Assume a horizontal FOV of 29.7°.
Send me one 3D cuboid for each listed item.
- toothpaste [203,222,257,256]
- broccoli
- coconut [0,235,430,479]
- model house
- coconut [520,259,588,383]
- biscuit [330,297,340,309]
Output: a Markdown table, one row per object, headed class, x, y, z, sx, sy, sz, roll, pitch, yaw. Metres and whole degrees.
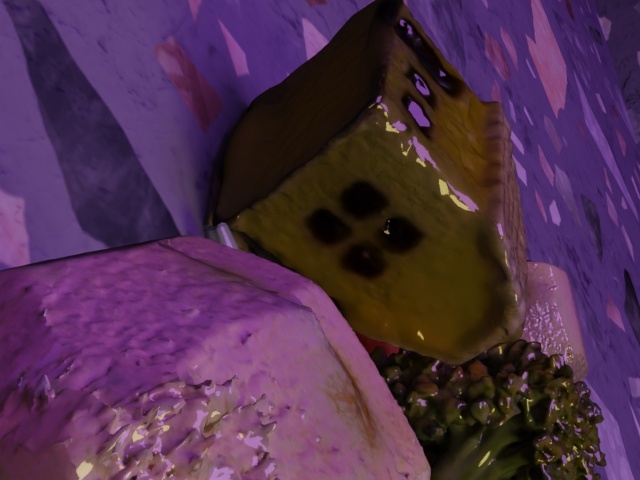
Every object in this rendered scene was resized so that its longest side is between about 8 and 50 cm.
| class | x | y | z | sx | sy | sz | roll | pitch | yaw |
| --- | --- | --- | --- | --- | --- | --- | --- | --- | --- |
| toothpaste | -0.036 | 0.092 | 0.825 | 0.064 | 0.041 | 0.218 | -35 | 107 | -72 |
| broccoli | 0.131 | 0.182 | 0.925 | 0.242 | 0.180 | 0.273 | 66 | 24 | -11 |
| coconut | -0.074 | 0.116 | 0.492 | 0.245 | 0.233 | 0.233 | -10 | 80 | -63 |
| model house | 0.060 | -0.029 | 0.912 | 0.234 | 0.175 | 0.193 | 47 | 27 | -22 |
| coconut | 0.178 | 0.086 | 1.162 | 0.147 | 0.147 | 0.152 | 35 | 43 | -52 |
| biscuit | 0.000 | 0.000 | 0.995 | 0.130 | 0.019 | 0.119 | 62 | 24 | -16 |
